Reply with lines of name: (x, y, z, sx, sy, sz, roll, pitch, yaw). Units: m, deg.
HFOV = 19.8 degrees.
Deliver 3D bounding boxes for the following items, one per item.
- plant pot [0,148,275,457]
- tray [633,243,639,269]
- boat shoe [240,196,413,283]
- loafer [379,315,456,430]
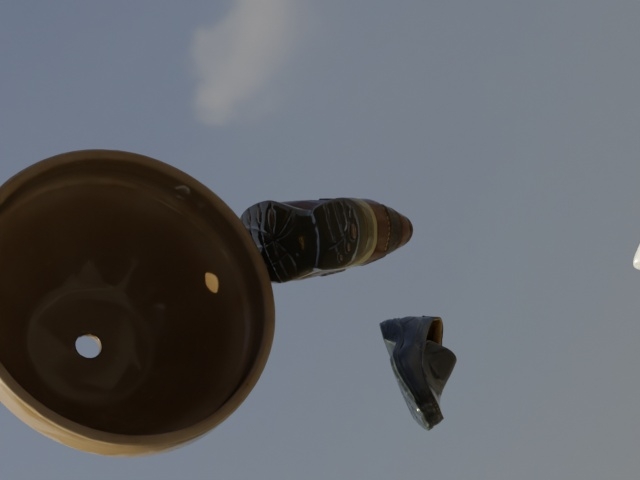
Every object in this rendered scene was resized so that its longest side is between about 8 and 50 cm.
plant pot: (-0.162, 0.060, 1.371, 0.237, 0.237, 0.110, -46, -2, -36)
tray: (0.475, 0.000, 1.913, 0.030, 0.270, 0.145, -98, 23, -58)
boat shoe: (0.000, 0.000, 1.389, 0.060, 0.178, 0.064, 0, -93, -36)
loafer: (0.100, 0.119, 1.764, 0.170, 0.061, 0.062, -106, -5, -58)
